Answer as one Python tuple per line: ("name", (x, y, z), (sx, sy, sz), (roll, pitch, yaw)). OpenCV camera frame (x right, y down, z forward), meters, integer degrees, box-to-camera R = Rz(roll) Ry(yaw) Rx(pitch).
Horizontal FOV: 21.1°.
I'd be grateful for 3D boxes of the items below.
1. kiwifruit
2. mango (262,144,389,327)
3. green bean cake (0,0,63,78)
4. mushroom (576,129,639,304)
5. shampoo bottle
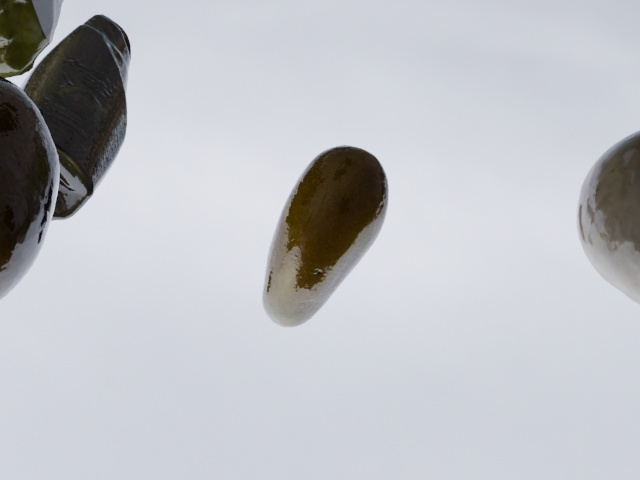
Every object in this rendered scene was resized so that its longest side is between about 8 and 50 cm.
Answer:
("kiwifruit", (-0.318, -0.044, 1.459), (0.196, 0.196, 0.234), (19, -136, -2))
("mango", (0.000, 0.000, 1.893), (0.099, 0.227, 0.136), (34, -160, 20))
("green bean cake", (-0.339, -0.301, 1.696), (0.124, 0.236, 0.233), (-9, -139, 8))
("mushroom", (0.319, 0.002, 1.464), (0.204, 0.204, 0.204), (16, -154, -8))
("shampoo bottle", (-0.268, -0.145, 1.877), (0.125, 0.084, 0.350), (40, -155, -15))
